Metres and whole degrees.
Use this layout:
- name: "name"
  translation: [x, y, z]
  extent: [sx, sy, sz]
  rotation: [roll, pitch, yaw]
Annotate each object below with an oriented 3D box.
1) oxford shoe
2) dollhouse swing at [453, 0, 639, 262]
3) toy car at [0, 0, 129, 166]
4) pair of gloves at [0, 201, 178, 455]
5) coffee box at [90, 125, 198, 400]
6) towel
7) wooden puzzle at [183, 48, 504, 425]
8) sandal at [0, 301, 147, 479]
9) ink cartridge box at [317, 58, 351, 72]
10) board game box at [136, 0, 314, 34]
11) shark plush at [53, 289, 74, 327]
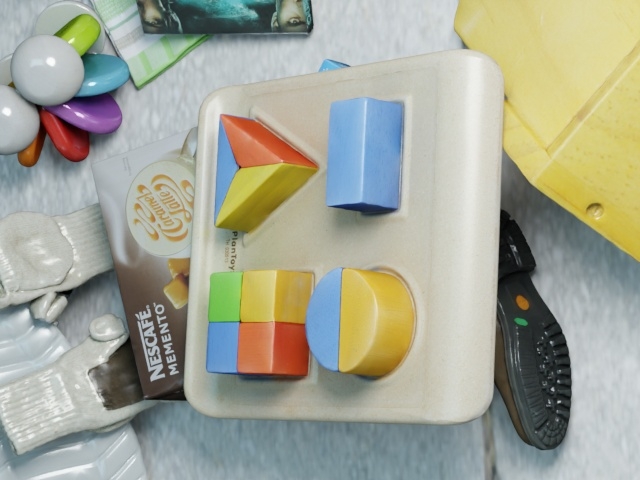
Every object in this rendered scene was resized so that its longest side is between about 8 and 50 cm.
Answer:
- name: "oxford shoe"
  translation: [0.167, 0.090, 1.758]
  extent: [0.096, 0.083, 0.227]
  rotation: [-30, 71, 42]
- name: "dollhouse swing"
  translation: [0.336, -0.186, 1.691]
  extent: [0.315, 0.305, 0.347]
  rotation: [34, 106, -16]
- name: "toy car"
  translation: [-0.272, -0.151, 1.979]
  extent: [0.136, 0.159, 0.182]
  rotation: [40, 114, -13]
- name: "pair of gloves"
  translation: [-0.254, 0.079, 1.918]
  extent: [0.042, 0.204, 0.240]
  rotation: [-34, 72, 60]
- name: "coffee box"
  translation: [-0.123, 0.024, 1.890]
  extent: [0.141, 0.098, 0.246]
  rotation: [-18, 78, 20]
- name: "towel"
  translation: [-0.186, -0.251, 1.996]
  extent: [0.113, 0.023, 0.152]
  rotation: [-35, 71, 22]
- name: "wooden puzzle"
  translation: [0.000, 0.000, 1.696]
  extent: [0.348, 0.080, 0.322]
  rotation: [-3, 81, 43]
- name: "sandal"
  translation: [-0.305, 0.170, 1.969]
  extent: [0.169, 0.102, 0.416]
  rotation: [-27, 90, -10]
- name: "ink cartridge box"
  translation: [0.042, -0.110, 1.845]
  extent: [0.122, 0.052, 0.088]
  rotation: [31, 100, 25]
- name: "board game box"
  translation: [-0.103, -0.266, 1.902]
  extent: [0.186, 0.026, 0.126]
  rotation: [2, 122, 22]
- name: "shark plush"
  translation: [-0.310, 0.064, 2.022]
  extent: [0.161, 0.073, 0.067]
  rotation: [-46, 36, 24]
